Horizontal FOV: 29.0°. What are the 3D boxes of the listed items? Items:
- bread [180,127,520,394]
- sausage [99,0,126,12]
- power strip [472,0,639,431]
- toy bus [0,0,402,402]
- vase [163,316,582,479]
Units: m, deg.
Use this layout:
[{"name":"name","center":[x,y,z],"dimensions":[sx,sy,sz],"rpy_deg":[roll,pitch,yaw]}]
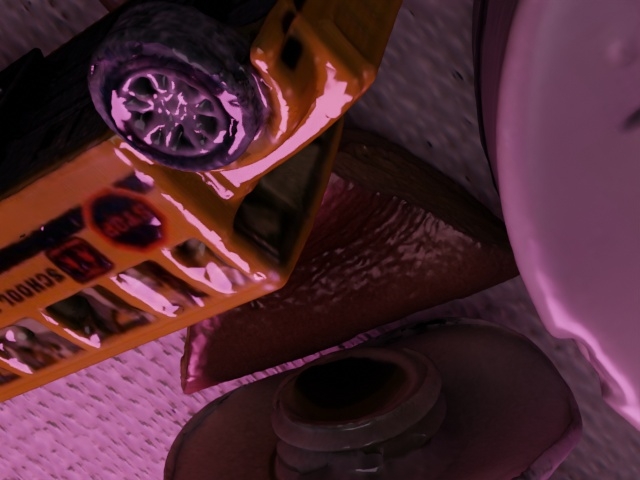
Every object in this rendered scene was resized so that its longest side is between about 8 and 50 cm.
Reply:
[{"name":"bread","center":[0.000,0.000,0.587],"dimensions":[0.192,0.067,0.119],"rpy_deg":[-18,122,13]},{"name":"sausage","center":[-0.151,-0.203,0.496],"dimensions":[0.419,0.094,0.094],"rpy_deg":[40,152,-13]},{"name":"power strip","center":[0.240,-0.075,0.485],"dimensions":[0.358,0.161,0.357],"rpy_deg":[1,113,3]},{"name":"toy bus","center":[-0.100,-0.019,0.497],"dimensions":[0.335,0.121,0.123],"rpy_deg":[-23,124,39]},{"name":"vase","center":[0.070,0.262,0.617],"dimensions":[0.250,0.250,0.445],"rpy_deg":[-12,111,10]}]
